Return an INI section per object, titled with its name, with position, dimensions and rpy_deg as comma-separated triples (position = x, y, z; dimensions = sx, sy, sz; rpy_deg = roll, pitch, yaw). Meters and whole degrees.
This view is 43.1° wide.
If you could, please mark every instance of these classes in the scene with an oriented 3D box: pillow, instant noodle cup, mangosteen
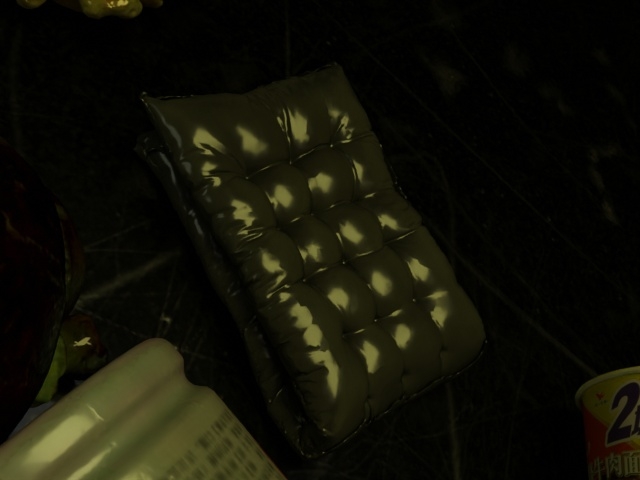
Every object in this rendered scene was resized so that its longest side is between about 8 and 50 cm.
[pillow]
position = 0.000, 0.000, 0.719
dimensions = 0.228, 0.101, 0.326
rpy_deg = -20, 74, -39
[instant noodle cup]
position = 0.347, 0.235, 0.764
dimensions = 0.213, 0.213, 0.174
rpy_deg = 24, 59, -23
[mangosteen]
position = -0.228, 0.048, 0.456
dimensions = 0.289, 0.231, 0.231
rpy_deg = 45, 35, -52

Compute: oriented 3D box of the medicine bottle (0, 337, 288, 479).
[medicine bottle]
position = -0.067, 0.233, 0.446
dimensions = 0.316, 0.202, 0.202
rpy_deg = 49, 46, 0

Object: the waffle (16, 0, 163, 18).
[waffle]
position = -0.241, -0.338, 0.771
dimensions = 0.302, 0.068, 0.325
rpy_deg = -16, 75, -41
